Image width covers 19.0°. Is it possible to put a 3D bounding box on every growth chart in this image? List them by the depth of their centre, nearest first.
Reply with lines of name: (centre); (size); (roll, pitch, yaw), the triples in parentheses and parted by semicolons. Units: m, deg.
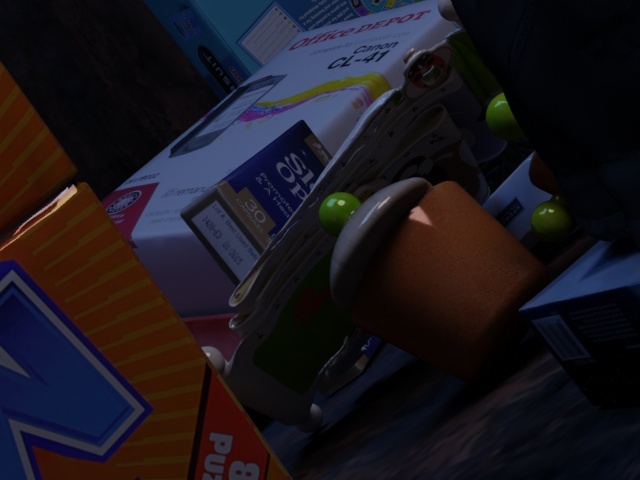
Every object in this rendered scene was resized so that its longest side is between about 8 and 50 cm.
growth chart: (0.029, -0.006, 0.942); (0.237, 0.021, 0.172); (-54, -27, 8)

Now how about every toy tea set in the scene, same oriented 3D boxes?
toy tea set: (0.114, -0.092, 0.849); (0.336, 0.124, 0.200); (-41, -23, -33)

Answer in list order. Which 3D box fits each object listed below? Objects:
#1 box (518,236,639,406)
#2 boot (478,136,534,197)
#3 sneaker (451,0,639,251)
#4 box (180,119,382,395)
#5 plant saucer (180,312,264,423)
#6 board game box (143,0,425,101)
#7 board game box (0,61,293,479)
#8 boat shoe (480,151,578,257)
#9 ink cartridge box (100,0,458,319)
box: (0.164, -0.022, 0.543); (0.159, 0.044, 0.233); (-39, 3, -14)
boot: (0.205, -0.119, 1.354); (0.208, 0.076, 0.190); (-32, 3, -23)
sneaker: (0.086, -0.070, 0.526); (0.109, 0.130, 0.286); (-41, 2, 3)
box: (0.000, 0.000, 1.190); (0.036, 0.136, 0.225); (-37, 3, 20)
plant saucer: (-0.150, 0.139, 1.252); (0.259, 0.047, 0.258); (-39, 17, -32)
board game box: (0.022, -0.189, 1.831); (0.254, 0.336, 0.079); (-39, 4, -27)
board game box: (-0.304, 0.083, 0.917); (0.356, 0.356, 0.356); (-39, 13, -22)
boat shoe: (0.098, 0.000, 1.019); (0.142, 0.049, 0.040); (-40, -32, 26)
ink cartridge box: (-0.016, -0.042, 1.438); (0.226, 0.131, 0.306); (-6, 33, 52)
